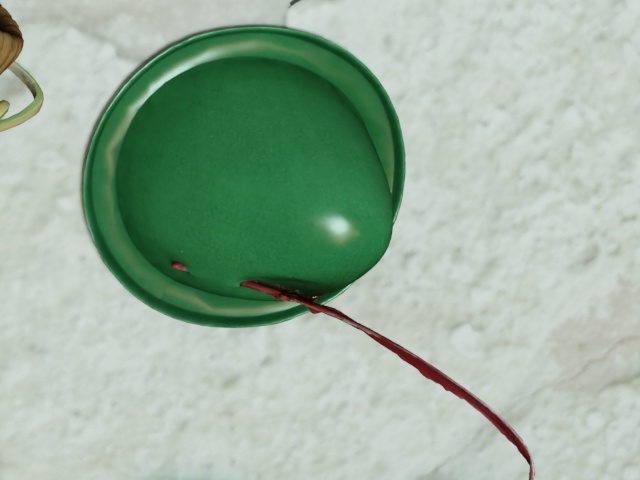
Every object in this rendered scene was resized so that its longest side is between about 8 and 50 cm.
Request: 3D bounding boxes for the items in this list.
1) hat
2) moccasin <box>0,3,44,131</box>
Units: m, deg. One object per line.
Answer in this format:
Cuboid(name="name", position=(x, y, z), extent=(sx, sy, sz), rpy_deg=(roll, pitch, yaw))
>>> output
Cuboid(name="hat", position=(0.000, 0.000, 0.978), extent=(0.208, 0.183, 0.173), rpy_deg=(6, 109, -22))
Cuboid(name="moccasin", position=(-0.195, -0.100, 0.906), extent=(0.147, 0.139, 0.380), rpy_deg=(8, 99, -13))
